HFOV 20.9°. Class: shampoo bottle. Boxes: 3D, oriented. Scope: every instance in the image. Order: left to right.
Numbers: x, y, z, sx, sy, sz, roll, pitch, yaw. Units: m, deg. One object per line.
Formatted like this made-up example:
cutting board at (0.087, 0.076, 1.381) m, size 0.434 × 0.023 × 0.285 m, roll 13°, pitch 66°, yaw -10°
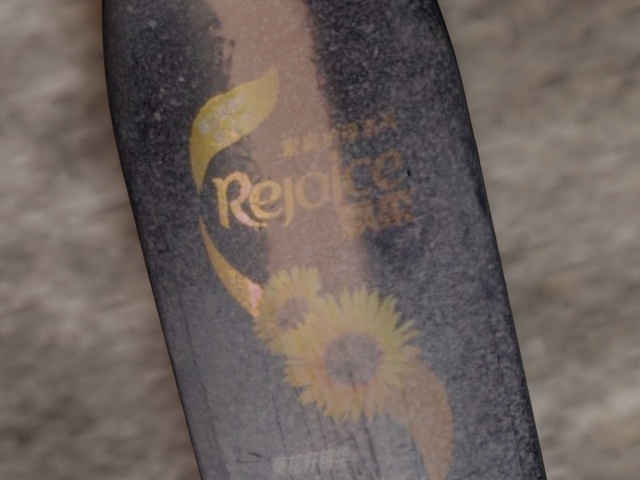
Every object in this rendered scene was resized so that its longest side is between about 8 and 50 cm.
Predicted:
shampoo bottle at (0.000, 0.000, 0.431) m, size 0.087 × 0.049 × 0.234 m, roll -12°, pitch 104°, yaw 3°
